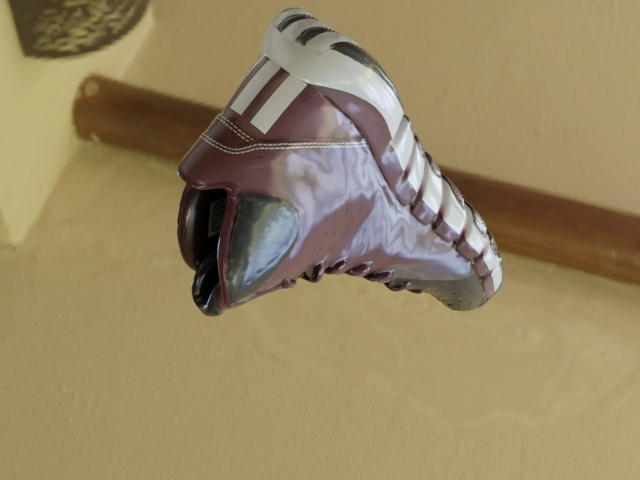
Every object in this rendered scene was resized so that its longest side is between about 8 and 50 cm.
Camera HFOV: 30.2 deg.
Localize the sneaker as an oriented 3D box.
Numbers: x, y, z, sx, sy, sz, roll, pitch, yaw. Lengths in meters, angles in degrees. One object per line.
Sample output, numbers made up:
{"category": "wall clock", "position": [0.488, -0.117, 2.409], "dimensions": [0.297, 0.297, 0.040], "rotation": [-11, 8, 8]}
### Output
{"category": "sneaker", "position": [0.000, 0.000, 0.728], "dimensions": [0.162, 0.281, 0.106], "rotation": [-47, -134, -6]}
